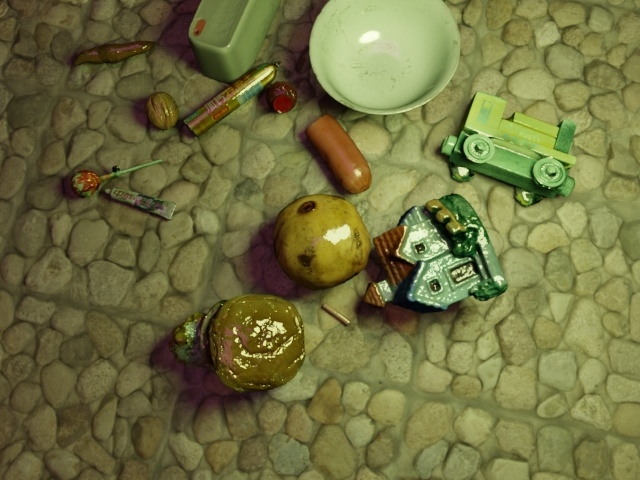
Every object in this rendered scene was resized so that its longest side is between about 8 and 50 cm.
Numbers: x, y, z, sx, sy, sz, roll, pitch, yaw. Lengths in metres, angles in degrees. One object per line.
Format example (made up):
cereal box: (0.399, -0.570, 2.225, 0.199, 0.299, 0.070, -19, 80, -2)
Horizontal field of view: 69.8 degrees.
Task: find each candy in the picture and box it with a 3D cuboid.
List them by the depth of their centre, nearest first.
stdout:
candy: (-0.643, -0.208, 1.451, 0.288, 0.078, 0.084, -18, 72, -9)

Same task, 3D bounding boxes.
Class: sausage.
sausage: (0.064, -0.259, 1.401, 0.113, 0.113, 0.259, -34, 80, -4)
sausage: (-0.270, -0.462, 1.468, 0.371, 0.082, 0.082, -39, 81, -5)

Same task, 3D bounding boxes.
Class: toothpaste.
toothpaste: (-0.568, -0.124, 1.441, 0.233, 0.038, 0.060, 17, 81, 4)

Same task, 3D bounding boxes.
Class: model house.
model house: (0.260, 0.059, 1.242, 0.329, 0.252, 0.295, -19, 86, -6)

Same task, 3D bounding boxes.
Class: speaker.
speaker: (-0.269, -0.730, 1.460, 0.183, 0.184, 0.406, 19, 81, 5)

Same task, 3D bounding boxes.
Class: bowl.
bowl: (0.185, -0.544, 1.401, 0.435, 0.196, 0.435, 0, 80, 2)

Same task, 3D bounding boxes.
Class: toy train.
toy train: (0.568, -0.273, 1.362, 0.397, 0.160, 0.253, 22, 75, 6)

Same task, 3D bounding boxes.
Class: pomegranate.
pomegranate: (0.000, 0.000, 1.281, 0.281, 0.281, 0.281, 0, 80, 2)

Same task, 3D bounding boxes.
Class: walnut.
walnut: (-0.503, -0.410, 1.459, 0.105, 0.105, 0.124, -23, 84, -2)

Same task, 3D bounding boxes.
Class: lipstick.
lipstick: (0.048, 0.218, 1.361, 0.094, 0.019, 0.019, 36, 83, 9)

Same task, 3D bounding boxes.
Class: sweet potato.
sweet potato: (-0.680, -0.623, 1.524, 0.274, 0.067, 0.067, -13, 80, -5)

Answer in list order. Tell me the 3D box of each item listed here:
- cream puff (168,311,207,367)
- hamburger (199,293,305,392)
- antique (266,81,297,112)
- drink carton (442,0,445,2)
cream puff: (-0.357, 0.284, 1.325, 0.121, 0.156, 0.156, -29, 76, 40)
hamburger: (-0.180, 0.280, 1.267, 0.285, 0.134, 0.265, -3, 83, -27)
antique: (-0.123, -0.452, 1.449, 0.104, 0.104, 0.104, 0, 80, 2)
drink carton: (0.302, -0.838, 1.461, 0.185, 0.191, 0.189, -15, 86, -2)
